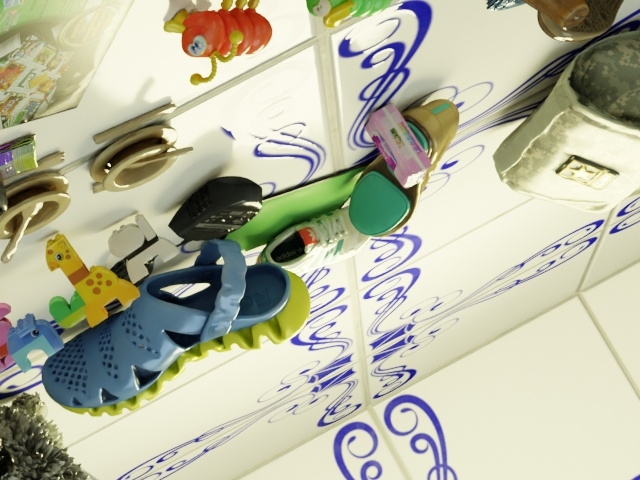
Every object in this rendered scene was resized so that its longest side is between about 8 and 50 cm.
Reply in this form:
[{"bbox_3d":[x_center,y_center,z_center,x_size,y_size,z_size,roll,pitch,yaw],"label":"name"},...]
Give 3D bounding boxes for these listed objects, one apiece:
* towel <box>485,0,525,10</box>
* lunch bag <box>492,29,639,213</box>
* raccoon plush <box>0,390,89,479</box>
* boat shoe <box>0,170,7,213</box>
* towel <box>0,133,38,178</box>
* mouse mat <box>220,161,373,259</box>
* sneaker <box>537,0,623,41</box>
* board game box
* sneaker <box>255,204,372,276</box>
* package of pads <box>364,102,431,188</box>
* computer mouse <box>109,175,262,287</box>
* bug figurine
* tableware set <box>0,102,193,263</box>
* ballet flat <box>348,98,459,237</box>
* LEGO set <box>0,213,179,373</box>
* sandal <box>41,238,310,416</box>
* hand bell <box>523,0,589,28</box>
[{"bbox_3d":[0.208,-0.259,1.557,0.067,0.029,0.119,-19,162,-37],"label":"towel"},{"bbox_3d":[0.368,-0.144,1.986,0.287,0.169,0.235,-15,164,-21],"label":"lunch bag"},{"bbox_3d":[-0.372,0.195,1.849,0.216,0.299,0.446,-9,127,-15],"label":"raccoon plush"},{"bbox_3d":[-0.328,-0.031,1.226,0.223,0.073,0.080,-16,160,-43],"label":"boat shoe"},{"bbox_3d":[-0.272,-0.059,1.368,0.083,0.009,0.060,-24,164,-17],"label":"towel"},{"bbox_3d":[-0.035,-0.031,1.910,0.189,0.007,0.152,-21,163,-33],"label":"mouse mat"},{"bbox_3d":[0.247,-0.223,1.609,0.071,0.066,0.188,-35,-179,40],"label":"sneaker"},{"bbox_3d":[-0.196,-0.154,1.159,0.136,0.030,0.260,-16,161,-34],"label":"board game box"},{"bbox_3d":[0.000,0.000,1.951,0.161,0.057,0.075,-24,170,-9],"label":"sneaker"},{"bbox_3d":[0.083,-0.099,1.749,0.032,0.083,0.050,-30,170,-18],"label":"package of pads"},{"bbox_3d":[-0.150,-0.009,1.728,0.242,0.041,0.071,-31,158,34],"label":"computer mouse"},{"bbox_3d":[0.012,-0.218,1.245,0.216,0.072,0.279,-15,159,-44],"label":"bug figurine"},{"bbox_3d":[-0.209,-0.045,1.474,0.194,0.039,0.128,-25,165,-15],"label":"tableware set"},{"bbox_3d":[0.100,-0.079,1.859,0.073,0.080,0.232,-38,170,-32],"label":"ballet flat"},{"bbox_3d":[-0.256,0.044,1.623,0.227,0.093,0.087,-34,-163,-1],"label":"LEGO set"},{"bbox_3d":[-0.177,0.087,1.867,0.317,0.126,0.138,-27,140,1],"label":"sandal"},{"bbox_3d":[0.088,-0.220,1.011,0.126,0.242,0.126,-27,156,-13],"label":"hand bell"}]
